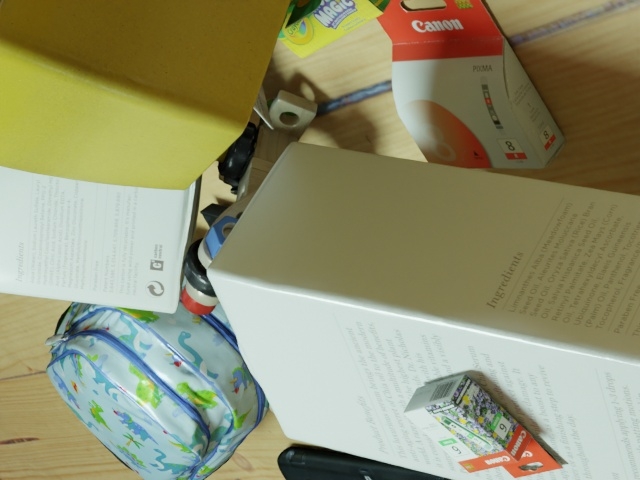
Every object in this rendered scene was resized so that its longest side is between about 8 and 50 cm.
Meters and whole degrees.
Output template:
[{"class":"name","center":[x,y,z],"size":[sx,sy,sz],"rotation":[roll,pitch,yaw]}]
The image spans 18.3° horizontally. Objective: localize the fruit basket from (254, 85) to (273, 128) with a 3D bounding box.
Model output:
[{"class":"fruit basket","center":[-0.180,-0.262,1.668],"size":[0.353,0.165,0.327],"rotation":[51,-171,-25]}]

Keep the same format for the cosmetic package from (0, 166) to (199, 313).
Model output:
[{"class":"cosmetic package","center":[-0.311,-0.058,1.942],"size":[0.385,0.217,0.156],"rotation":[8,113,-3]}]

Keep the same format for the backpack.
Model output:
[{"class":"backpack","center":[-0.180,0.149,2.335],"size":[0.290,0.273,0.355],"rotation":[49,140,-2]}]

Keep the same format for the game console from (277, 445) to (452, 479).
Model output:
[{"class":"game console","center":[0.143,0.400,2.465],"size":[0.386,0.060,0.342],"rotation":[-1,132,52]}]

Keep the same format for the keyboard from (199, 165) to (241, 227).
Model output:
[{"class":"keyboard","center":[-0.004,0.005,2.091],"size":[0.317,0.033,0.201],"rotation":[15,145,39]}]

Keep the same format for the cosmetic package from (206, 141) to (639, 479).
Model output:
[{"class":"cosmetic package","center":[0.161,0.080,1.577],"size":[0.453,0.161,0.230],"rotation":[11,143,30]}]

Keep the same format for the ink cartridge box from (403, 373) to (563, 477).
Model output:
[{"class":"ink cartridge box","center":[0.125,0.153,1.528],"size":[0.115,0.029,0.063],"rotation":[43,147,-17]}]

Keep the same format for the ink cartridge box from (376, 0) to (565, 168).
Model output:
[{"class":"ink cartridge box","center":[0.113,-0.138,1.711],"size":[0.145,0.045,0.179],"rotation":[3,138,50]}]

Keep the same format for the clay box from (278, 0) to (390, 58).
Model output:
[{"class":"clay box","center":[0.036,-0.224,1.478],"size":[0.053,0.222,0.127],"rotation":[38,155,-16]}]

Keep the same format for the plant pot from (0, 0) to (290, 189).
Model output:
[{"class":"plant pot","center":[-0.136,-0.150,1.393],"size":[0.187,0.212,0.212],"rotation":[24,156,-13]}]

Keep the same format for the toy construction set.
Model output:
[{"class":"toy construction set","center":[0.000,0.000,1.924],"size":[0.257,0.237,0.309],"rotation":[-3,139,3]}]
